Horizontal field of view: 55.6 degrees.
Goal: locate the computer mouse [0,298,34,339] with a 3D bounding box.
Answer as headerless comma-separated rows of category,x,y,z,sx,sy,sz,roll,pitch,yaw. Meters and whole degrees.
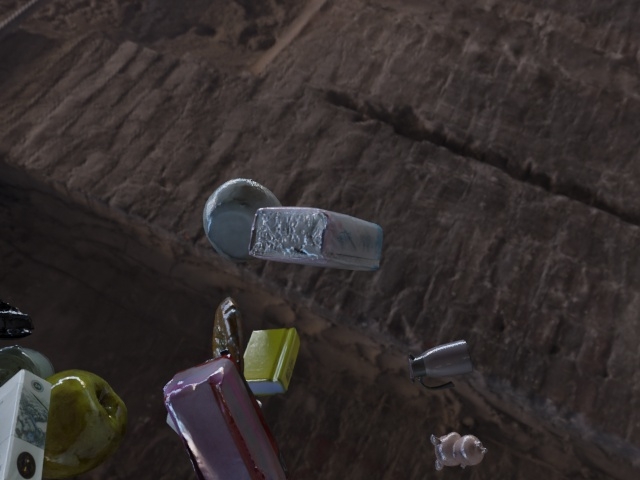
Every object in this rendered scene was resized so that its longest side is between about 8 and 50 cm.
computer mouse,-0.980,0.240,1.807,0.146,0.242,0.077,-48,31,36

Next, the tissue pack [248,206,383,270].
tissue pack,-0.002,0.000,1.355,0.271,0.202,0.124,9,-97,-60

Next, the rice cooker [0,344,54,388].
rice cooker,-0.965,0.441,1.904,0.226,0.226,0.244,-64,3,-11

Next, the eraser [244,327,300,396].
eraser,-0.157,0.369,1.854,0.226,0.158,0.069,-72,-29,-50

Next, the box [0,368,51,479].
box,-0.559,0.371,1.054,0.164,0.069,0.256,-39,35,7

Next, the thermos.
thermos,0.373,0.398,1.901,0.105,0.193,0.137,-23,-81,-88

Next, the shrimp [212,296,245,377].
shrimp,-0.170,0.255,1.191,0.152,0.063,0.287,-175,80,-68

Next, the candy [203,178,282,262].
candy,-0.253,-0.070,2.019,0.185,0.296,0.295,-107,30,-59

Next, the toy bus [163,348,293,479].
toy bus,-0.159,0.354,1.064,0.147,0.128,0.302,-62,-50,-79

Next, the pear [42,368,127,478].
pear,-0.710,0.515,1.695,0.303,0.304,0.304,-61,-13,-24

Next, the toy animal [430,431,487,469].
toy animal,0.331,0.500,1.454,0.150,0.089,0.083,-26,57,40

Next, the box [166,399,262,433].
box,-0.385,0.628,2.208,0.274,0.203,0.116,-19,-46,-45
